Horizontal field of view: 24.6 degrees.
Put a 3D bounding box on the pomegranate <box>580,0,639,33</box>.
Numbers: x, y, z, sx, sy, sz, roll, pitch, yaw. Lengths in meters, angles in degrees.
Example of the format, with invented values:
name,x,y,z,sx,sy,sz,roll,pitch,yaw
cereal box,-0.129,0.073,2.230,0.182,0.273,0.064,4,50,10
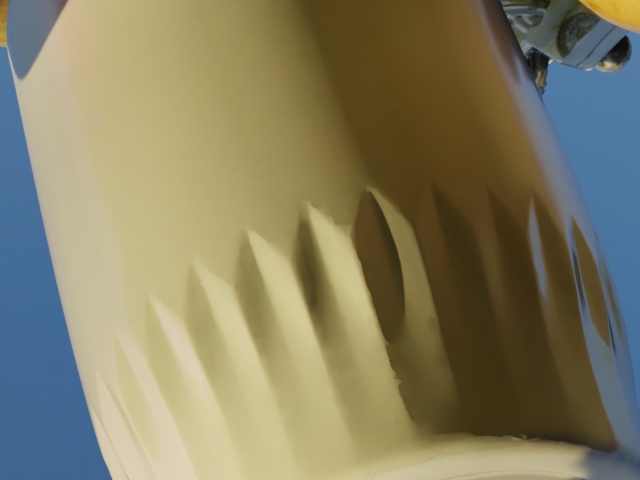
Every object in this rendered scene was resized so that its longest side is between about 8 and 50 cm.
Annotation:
name,x,y,z,sx,sy,sz,roll,pitch,yaw
pomegranate,0.164,-0.165,0.542,0.207,0.207,0.207,3,-136,-3

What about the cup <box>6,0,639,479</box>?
name,x,y,z,sx,sy,sz,roll,pitch,yaw
cup,0.000,0.000,0.691,0.253,0.253,0.371,-8,-128,-14

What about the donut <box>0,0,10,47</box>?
name,x,y,z,sx,sy,sz,roll,pitch,yaw
donut,-0.149,-0.285,1.018,0.360,0.360,0.170,-6,-141,-12

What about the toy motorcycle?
name,x,y,z,sx,sy,sz,roll,pitch,yaw
toy motorcycle,0.154,-0.186,0.930,0.074,0.229,0.151,0,-125,-50
